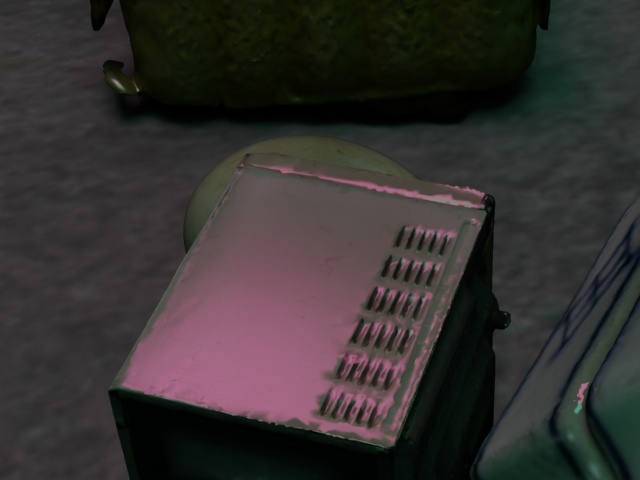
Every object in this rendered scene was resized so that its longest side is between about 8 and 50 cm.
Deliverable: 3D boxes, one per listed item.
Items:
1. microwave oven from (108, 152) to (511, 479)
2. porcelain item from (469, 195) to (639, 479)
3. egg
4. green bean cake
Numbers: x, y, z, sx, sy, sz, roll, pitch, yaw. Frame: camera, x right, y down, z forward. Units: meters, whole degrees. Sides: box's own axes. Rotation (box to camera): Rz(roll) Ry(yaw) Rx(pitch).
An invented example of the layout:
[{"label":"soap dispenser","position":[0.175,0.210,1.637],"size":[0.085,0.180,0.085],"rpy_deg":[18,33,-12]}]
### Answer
[{"label":"microwave oven","position":[0.009,0.091,0.601],"size":[0.129,0.205,0.163],"rpy_deg":[10,46,15]},{"label":"porcelain item","position":[0.224,0.096,0.532],"size":[0.281,0.157,0.286],"rpy_deg":[43,52,-3]},{"label":"egg","position":[0.000,0.000,0.766],"size":[0.152,0.114,0.114],"rpy_deg":[10,45,13]},{"label":"green bean cake","position":[0.000,-0.244,0.965],"size":[0.310,0.202,0.285],"rpy_deg":[-2,41,2]}]
